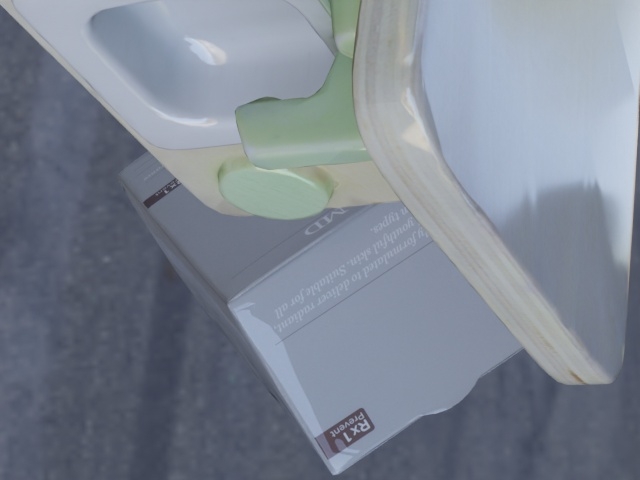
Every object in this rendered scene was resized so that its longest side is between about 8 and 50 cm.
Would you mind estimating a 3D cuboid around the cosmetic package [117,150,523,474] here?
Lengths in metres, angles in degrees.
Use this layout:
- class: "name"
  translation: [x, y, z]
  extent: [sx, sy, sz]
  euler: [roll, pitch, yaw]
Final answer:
- class: "cosmetic package"
  translation: [0.000, 0.000, 0.846]
  extent: [0.107, 0.127, 0.238]
  euler: [58, -8, -20]

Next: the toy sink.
- class: "toy sink"
  translation: [0.003, -0.089, 0.480]
  extent: [0.153, 0.131, 0.234]
  euler: [45, 46, -54]
